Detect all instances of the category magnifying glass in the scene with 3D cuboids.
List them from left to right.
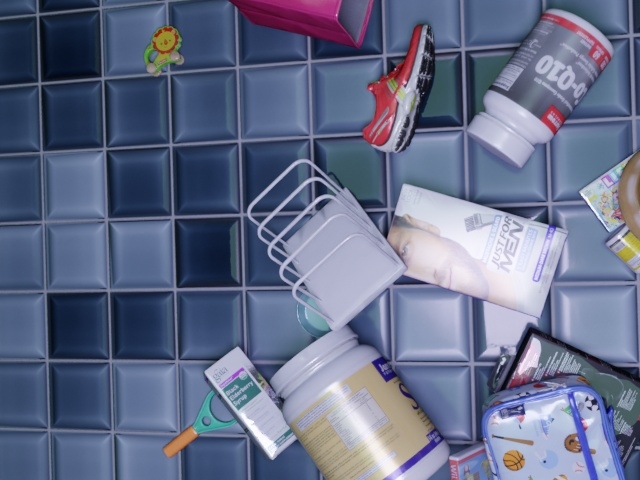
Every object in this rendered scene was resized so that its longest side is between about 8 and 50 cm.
[{"bbox_3d":[-0.265,0.415,1.694,0.231,0.026,0.092,-40,82,11],"label":"magnifying glass"}]

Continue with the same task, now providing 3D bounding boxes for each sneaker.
[{"bbox_3d":[0.158,-0.326,1.561,0.118,0.107,0.279,19,92,21],"label":"sneaker"}]

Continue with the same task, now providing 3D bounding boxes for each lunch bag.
[{"bbox_3d":[0.439,0.403,1.383,0.243,0.115,0.303,-15,91,13],"label":"lunch bag"}]

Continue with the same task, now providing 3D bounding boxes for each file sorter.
[{"bbox_3d":[0.000,0.000,1.492,0.193,0.173,0.277,-43,45,10],"label":"file sorter"}]

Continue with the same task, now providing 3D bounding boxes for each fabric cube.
[{"bbox_3d":[-0.027,-0.567,1.518,0.258,0.259,0.254,17,95,12],"label":"fabric cube"}]

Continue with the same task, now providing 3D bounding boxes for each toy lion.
[{"bbox_3d":[-0.361,-0.439,1.710,0.100,0.034,0.096,-24,78,12],"label":"toy lion"}]

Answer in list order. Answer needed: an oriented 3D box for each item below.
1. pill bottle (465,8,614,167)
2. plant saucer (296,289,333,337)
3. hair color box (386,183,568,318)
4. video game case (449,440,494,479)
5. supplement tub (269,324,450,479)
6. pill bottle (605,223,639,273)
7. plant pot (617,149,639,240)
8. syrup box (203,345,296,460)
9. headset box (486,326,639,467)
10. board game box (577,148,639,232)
[{"bbox_3d":[0.426,-0.294,1.468,0.161,0.161,0.283,36,98,10],"label":"pill bottle"},{"bbox_3d":[0.008,0.154,1.634,0.119,0.021,0.119,0,91,13],"label":"plant saucer"},{"bbox_3d":[0.309,0.017,1.525,0.339,0.110,0.185,17,95,13],"label":"hair color box"},{"bbox_3d":[0.335,0.546,1.481,0.025,0.204,0.285,-7,89,45],"label":"video game case"},{"bbox_3d":[0.074,0.362,1.501,0.241,0.241,0.331,-39,76,10],"label":"supplement tub"},{"bbox_3d":[0.628,0.025,1.474,0.065,0.065,0.116,-45,82,9],"label":"pill bottle"},{"bbox_3d":[0.699,-0.086,1.444,0.236,0.032,0.236,0,82,0],"label":"plant pot"},{"bbox_3d":[-0.148,0.354,1.618,0.093,0.096,0.237,-37,82,-18],"label":"syrup box"},{"bbox_3d":[0.481,0.322,1.484,0.293,0.110,0.218,24,96,11],"label":"headset box"},{"bbox_3d":[0.613,-0.101,1.496,0.154,0.026,0.103,-37,82,10],"label":"board game box"}]
